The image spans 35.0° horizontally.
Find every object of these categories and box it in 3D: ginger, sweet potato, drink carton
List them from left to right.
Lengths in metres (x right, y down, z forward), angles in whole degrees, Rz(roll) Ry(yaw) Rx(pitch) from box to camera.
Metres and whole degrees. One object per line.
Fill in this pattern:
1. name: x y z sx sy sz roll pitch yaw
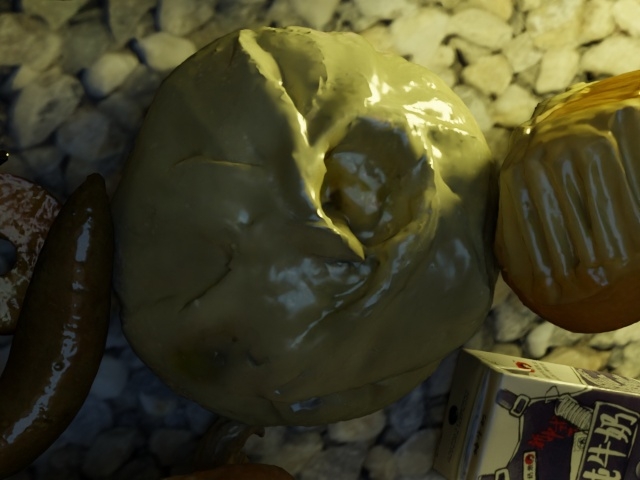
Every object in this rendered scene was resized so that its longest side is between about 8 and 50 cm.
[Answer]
1. sweet potato: -0.243 0.112 0.816 0.108 0.079 0.346 36 85 -28
2. ginger: -0.091 0.228 0.953 0.070 0.051 0.173 12 96 -23
3. drink carton: 0.240 0.199 1.034 0.222 0.102 0.134 12 96 -18

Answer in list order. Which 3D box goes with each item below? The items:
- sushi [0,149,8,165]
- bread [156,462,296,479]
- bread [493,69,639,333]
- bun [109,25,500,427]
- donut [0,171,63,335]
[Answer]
1. sushi: -0.364 -0.069 0.713 0.234 0.208 0.348 3 77 -40
2. bread: -0.119 0.388 0.736 0.390 0.371 0.279 -3 121 -38
3. bread: 0.278 -0.053 0.893 0.389 0.236 0.183 -28 101 -52
4. bun: 0.000 0.000 0.862 0.365 0.219 0.365 -3 100 -14
5. donut: -0.280 0.009 0.853 0.152 0.058 0.151 -3 99 -19
